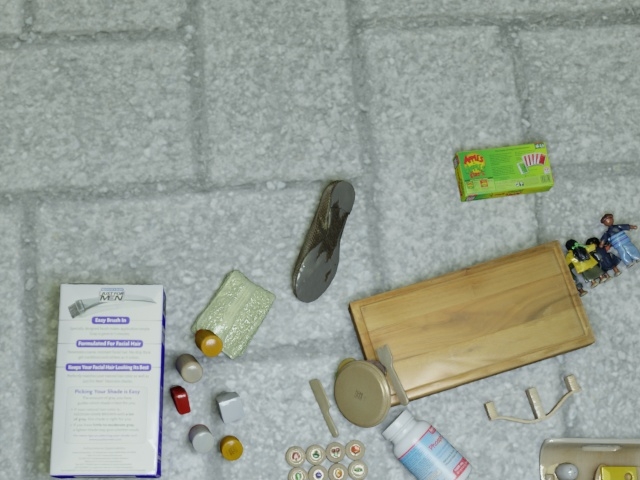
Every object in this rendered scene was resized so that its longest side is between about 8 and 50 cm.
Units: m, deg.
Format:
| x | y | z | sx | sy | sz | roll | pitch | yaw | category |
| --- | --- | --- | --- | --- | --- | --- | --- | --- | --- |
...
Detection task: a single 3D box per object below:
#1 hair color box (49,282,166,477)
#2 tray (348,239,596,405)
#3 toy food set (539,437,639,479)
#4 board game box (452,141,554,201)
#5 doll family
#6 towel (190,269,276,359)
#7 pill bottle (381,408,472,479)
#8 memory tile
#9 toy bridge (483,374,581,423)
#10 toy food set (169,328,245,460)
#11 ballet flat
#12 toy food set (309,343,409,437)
| x | y | z | sx | sy | sz | roll | pitch | yaw | category |
| --- | --- | --- | --- | --- | --- | --- | --- | --- | --- |
| -0.372 | 0.250 | 1.859 | 0.185 | 0.110 | 0.338 | 1 | 76 | -4 | hair color box |
| 0.278 | 0.156 | 1.944 | 0.411 | 0.076 | 0.202 | -16 | 77 | -5 | tray |
| 0.518 | 0.510 | 1.874 | 0.220 | 0.092 | 0.306 | 1 | 75 | -5 | toy food set |
| 0.361 | -0.135 | 2.068 | 0.181 | 0.043 | 0.092 | -7 | 75 | -8 | board game box |
| 0.531 | 0.027 | 2.026 | 0.193 | 0.076 | 0.111 | -26 | 74 | -17 | doll family |
| -0.160 | 0.138 | 1.951 | 0.110 | 0.027 | 0.148 | 33 | 74 | 3 | towel |
| 0.189 | 0.382 | 1.883 | 0.160 | 0.087 | 0.087 | 45 | 75 | 7 | pill bottle |
| 0.014 | 0.423 | 1.894 | 0.148 | 0.012 | 0.113 | -5 | 75 | -7 | memory tile |
| 0.403 | 0.306 | 1.956 | 0.188 | 0.026 | 0.063 | -16 | 79 | -10 | toy bridge |
| -0.209 | 0.281 | 1.883 | 0.111 | 0.104 | 0.232 | -17 | 101 | -14 | toy food set |
| 0.000 | 0.000 | 1.995 | 0.084 | 0.058 | 0.249 | 26 | 76 | -35 | ballet flat |
| 0.078 | 0.271 | 1.889 | 0.038 | 0.192 | 0.132 | -7 | 72 | -54 | toy food set |
